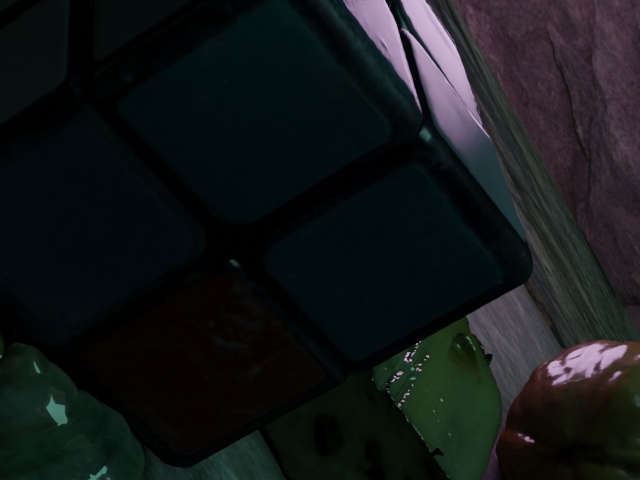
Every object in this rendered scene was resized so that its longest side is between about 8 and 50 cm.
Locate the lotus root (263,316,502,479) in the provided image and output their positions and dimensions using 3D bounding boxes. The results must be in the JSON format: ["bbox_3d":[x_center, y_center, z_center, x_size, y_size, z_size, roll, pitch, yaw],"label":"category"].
[{"bbox_3d":[0.037,0.110,1.411,0.267,0.149,0.260,56,23,-7],"label":"lotus root"}]

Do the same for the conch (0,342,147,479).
[{"bbox_3d":[-0.146,0.192,0.803,0.220,0.195,0.277,-2,91,-40],"label":"conch"}]

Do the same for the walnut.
[{"bbox_3d":[0.382,0.281,1.893,0.344,0.306,0.306,21,46,-61],"label":"walnut"}]

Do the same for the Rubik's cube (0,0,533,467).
[{"bbox_3d":[-0.074,-0.087,1.080,0.318,0.316,0.313,48,19,-34],"label":"Rubik's cube"}]

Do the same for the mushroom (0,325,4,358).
[{"bbox_3d":[-0.192,0.136,0.962,0.026,0.028,0.286,-4,60,-24],"label":"mushroom"}]
